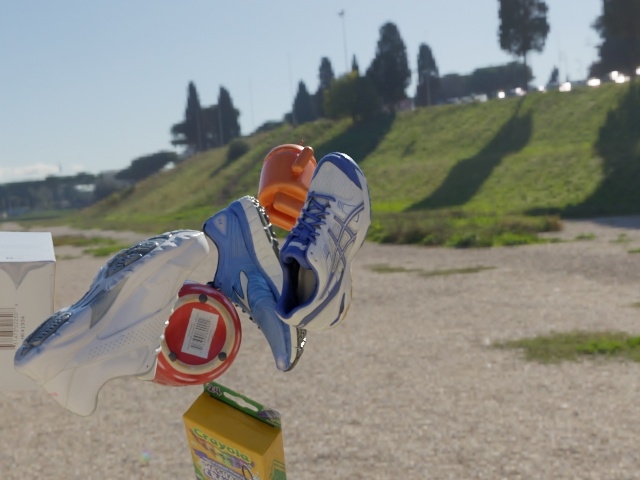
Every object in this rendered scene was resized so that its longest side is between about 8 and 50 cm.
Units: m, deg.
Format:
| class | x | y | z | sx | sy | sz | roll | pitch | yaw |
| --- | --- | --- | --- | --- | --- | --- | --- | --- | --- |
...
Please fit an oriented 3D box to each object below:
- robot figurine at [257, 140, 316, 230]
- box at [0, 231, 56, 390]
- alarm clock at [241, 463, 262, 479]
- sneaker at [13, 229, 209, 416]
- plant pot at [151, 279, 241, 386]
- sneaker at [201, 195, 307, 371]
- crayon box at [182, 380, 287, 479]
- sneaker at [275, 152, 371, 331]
| class | x | y | z | sx | sy | sz | roll | pitch | yaw |
| --- | --- | --- | --- | --- | --- | --- | --- | --- | --- |
| robot figurine | -0.070 | -0.125 | 1.932 | 0.128 | 0.158 | 0.219 | -5 | 45 | 8 |
| box | -0.550 | 0.110 | 1.524 | 0.168 | 0.215 | 0.345 | 0 | 9 | -18 |
| alarm clock | -0.097 | 0.405 | 1.296 | 0.064 | 0.192 | 0.129 | -19 | 31 | -21 |
| sneaker | -0.193 | 0.083 | 0.897 | 0.232 | 0.115 | 0.090 | -44 | 24 | -25 |
| plant pot | -0.239 | 0.157 | 1.507 | 0.191 | 0.191 | 0.174 | -6 | -3 | -23 |
| sneaker | -0.126 | 0.091 | 1.638 | 0.147 | 0.330 | 0.130 | -22 | -2 | 7 |
| crayon box | -0.181 | 0.452 | 1.884 | 0.203 | 0.323 | 0.083 | 21 | 47 | 23 |
| sneaker | 0.000 | 0.000 | 1.420 | 0.112 | 0.296 | 0.131 | 4 | -3 | 35 |
